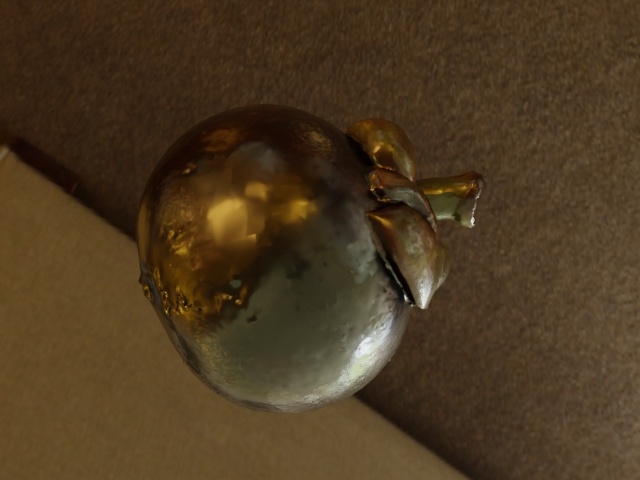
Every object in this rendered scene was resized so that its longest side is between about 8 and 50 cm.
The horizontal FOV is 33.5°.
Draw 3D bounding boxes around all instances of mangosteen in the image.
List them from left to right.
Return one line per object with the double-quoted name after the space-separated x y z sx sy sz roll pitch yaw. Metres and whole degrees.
0.000 0.000 0.729 0.250 0.211 0.211 -23 123 -11 "mangosteen"
